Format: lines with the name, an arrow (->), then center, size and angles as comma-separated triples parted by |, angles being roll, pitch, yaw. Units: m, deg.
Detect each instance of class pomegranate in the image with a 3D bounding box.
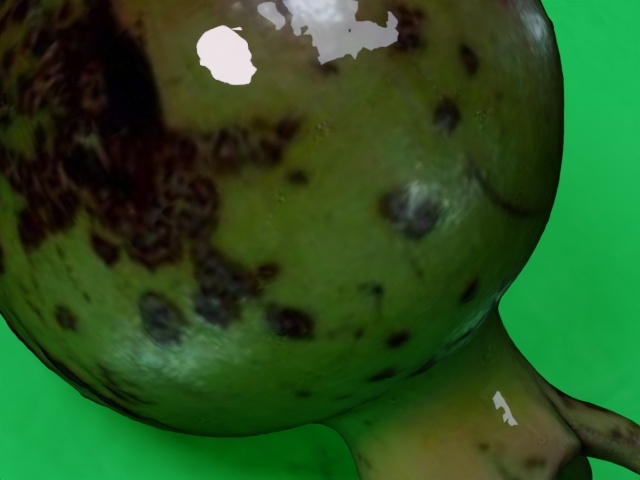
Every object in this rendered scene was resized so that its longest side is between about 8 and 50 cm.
pomegranate -> -0.006, -0.008, 0.669 | 0.306, 0.242, 0.242 | 59, 33, -34
